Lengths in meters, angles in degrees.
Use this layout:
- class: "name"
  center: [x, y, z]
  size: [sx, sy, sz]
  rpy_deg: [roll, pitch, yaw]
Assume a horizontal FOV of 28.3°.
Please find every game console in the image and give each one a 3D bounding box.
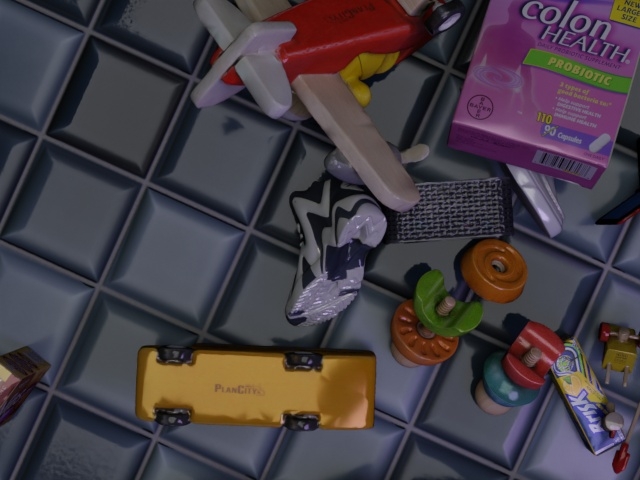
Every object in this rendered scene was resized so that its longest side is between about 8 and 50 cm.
- class: "game console"
  center: [0.437, -0.086, 1.786]
  size: [0.085, 0.144, 0.124]
  rpy_deg: [-4, 91, -1]

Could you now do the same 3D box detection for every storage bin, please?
- class: "storage bin"
  center: [0.176, -0.041, 1.796]
  size: [0.180, 0.122, 0.084]
  rpy_deg: [-5, 91, 0]

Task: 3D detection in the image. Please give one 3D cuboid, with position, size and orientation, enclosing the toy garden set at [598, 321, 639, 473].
- class: "toy garden set"
  center: [0.482, 0.231, 1.787]
  size: [0.203, 0.049, 0.244]
  rpy_deg: [9, 77, 3]

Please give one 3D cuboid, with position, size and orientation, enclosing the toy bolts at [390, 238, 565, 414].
- class: "toy bolts"
  center: [0.230, 0.138, 1.820]
  size: [0.228, 0.158, 0.218]
  rpy_deg: [42, 50, 9]

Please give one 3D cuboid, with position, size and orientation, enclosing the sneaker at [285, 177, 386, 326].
- class: "sneaker"
  center: [0.000, 0.000, 1.820]
  size: [0.094, 0.153, 0.235]
  rpy_deg: [2, 130, -26]

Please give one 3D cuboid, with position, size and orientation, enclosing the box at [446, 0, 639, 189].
- class: "box"
  center: [0.310, -0.223, 1.727]
  size: [0.213, 0.117, 0.243]
  rpy_deg: [18, 79, 6]

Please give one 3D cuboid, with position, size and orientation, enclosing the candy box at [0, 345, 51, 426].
- class: "candy box"
  center: [-0.443, 0.210, 1.762]
  size: [0.053, 0.186, 0.109]
  rpy_deg: [37, 90, -1]

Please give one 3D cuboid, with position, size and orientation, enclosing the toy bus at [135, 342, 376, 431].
- class: "toy bus"
  center: [-0.088, 0.203, 1.793]
  size: [0.332, 0.130, 0.108]
  rpy_deg: [2, 92, 0]

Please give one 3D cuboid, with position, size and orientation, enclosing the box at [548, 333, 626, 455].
- class: "box"
  center: [0.376, 0.222, 1.832]
  size: [0.054, 0.059, 0.169]
  rpy_deg: [-28, 91, 0]

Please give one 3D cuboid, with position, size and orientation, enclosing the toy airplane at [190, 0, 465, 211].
- class: "toy airplane"
  center: [-0.018, -0.242, 1.719]
  size: [0.384, 0.272, 0.386]
  rpy_deg: [19, 57, -13]

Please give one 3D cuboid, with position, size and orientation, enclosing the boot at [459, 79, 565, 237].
- class: "boot"
  center: [0.311, -0.141, 1.807]
  size: [0.123, 0.095, 0.258]
  rpy_deg: [-29, 87, 2]
